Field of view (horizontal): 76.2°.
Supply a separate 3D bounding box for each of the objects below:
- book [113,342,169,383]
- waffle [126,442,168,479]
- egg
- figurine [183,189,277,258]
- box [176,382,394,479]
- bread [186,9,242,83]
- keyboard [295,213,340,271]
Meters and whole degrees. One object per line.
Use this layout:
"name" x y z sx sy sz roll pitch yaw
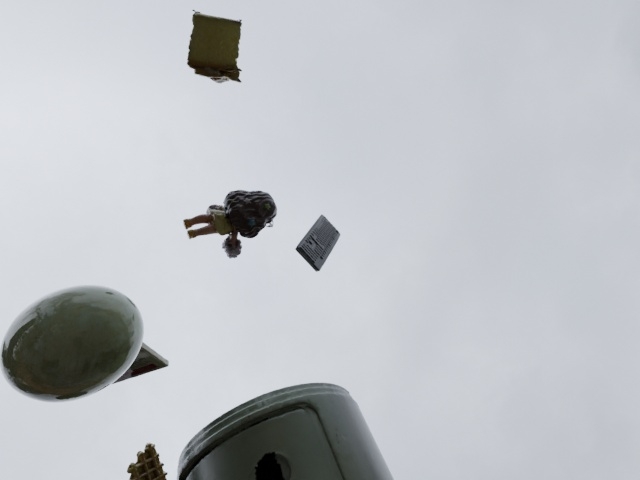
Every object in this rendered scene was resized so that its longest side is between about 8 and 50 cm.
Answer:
"book" -0.491 0.280 0.973 0.163 0.022 0.231 -17 -36 -1
"waffle" -0.501 0.728 1.234 0.046 0.160 0.192 -26 -62 37
"egg" -0.257 0.107 0.424 0.152 0.114 0.114 -29 -64 16
"figurine" -0.231 -0.057 1.072 0.240 0.174 0.115 -22 -24 -14
"box" -0.034 0.286 0.452 0.227 0.149 0.226 -16 -44 -16
"bread" -0.260 -0.458 0.977 0.127 0.152 0.147 0 -69 -28
"keyboard" 0.000 0.000 0.661 0.010 0.155 0.053 -39 -82 26
